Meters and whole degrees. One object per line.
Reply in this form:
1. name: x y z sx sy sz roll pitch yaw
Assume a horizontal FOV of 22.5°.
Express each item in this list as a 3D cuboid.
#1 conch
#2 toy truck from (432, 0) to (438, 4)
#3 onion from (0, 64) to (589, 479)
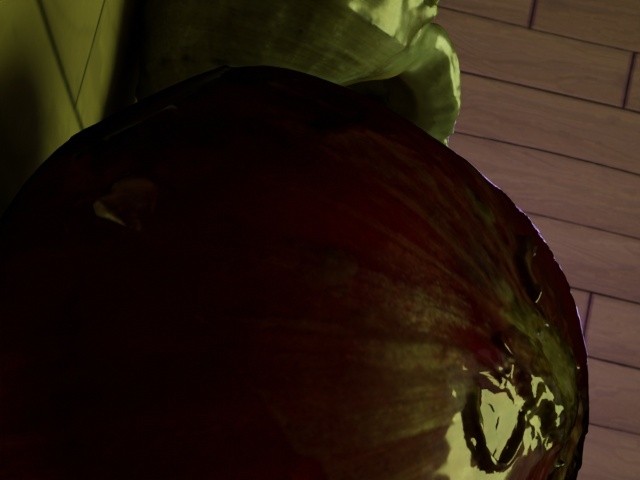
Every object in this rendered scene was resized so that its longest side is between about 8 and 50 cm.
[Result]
1. conch: -0.034 -0.110 1.148 0.324 0.263 0.186 -42 -146 13
2. toy truck: 0.063 -0.220 1.389 0.116 0.085 0.191 -47 -166 30
3. onion: -0.029 0.071 0.791 0.341 0.341 0.341 13 90 -90
